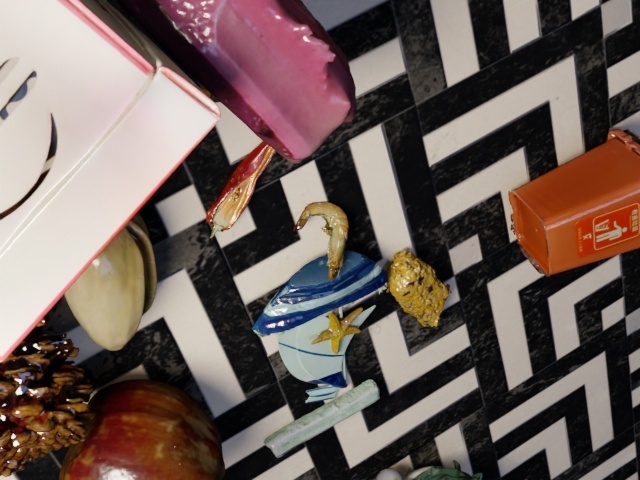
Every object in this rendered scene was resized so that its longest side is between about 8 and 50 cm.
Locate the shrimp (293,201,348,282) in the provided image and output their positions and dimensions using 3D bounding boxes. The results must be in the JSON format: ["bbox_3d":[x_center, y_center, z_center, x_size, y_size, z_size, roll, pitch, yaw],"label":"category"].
[{"bbox_3d":[0.000,0.000,1.333,0.083,0.023,0.114,12,72,-25],"label":"shrimp"}]

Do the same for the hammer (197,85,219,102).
[{"bbox_3d":[-0.143,-0.179,1.166,0.201,0.021,0.078,-1,118,-32],"label":"hammer"}]

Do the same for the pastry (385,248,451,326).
[{"bbox_3d":[0.151,0.077,1.485,0.140,0.056,0.080,37,84,-39],"label":"pastry"}]

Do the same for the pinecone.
[{"bbox_3d":[-0.380,0.174,1.128,0.221,0.221,0.221,-16,125,-23],"label":"pinecone"}]

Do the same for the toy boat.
[{"bbox_3d":[0.002,0.144,1.451,0.220,0.067,0.291,-20,138,-19],"label":"toy boat"}]

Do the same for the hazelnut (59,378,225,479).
[{"bbox_3d":[-0.234,0.302,1.270,0.218,0.234,0.218,-1,121,-2],"label":"hazelnut"}]

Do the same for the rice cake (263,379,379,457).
[{"bbox_3d":[0.005,0.286,1.542,0.207,0.033,0.033,-27,130,-15],"label":"rice cake"}]

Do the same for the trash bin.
[{"bbox_3d":[0.424,-0.060,1.506,0.238,0.184,0.161,-21,128,-6],"label":"trash bin"}]

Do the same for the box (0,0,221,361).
[{"bbox_3d":[-0.339,-0.138,0.879,0.314,0.312,0.300,-47,131,4],"label":"box"}]

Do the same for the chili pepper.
[{"bbox_3d":[-0.100,-0.079,1.251,0.045,0.027,0.178,25,104,-44],"label":"chili pepper"}]

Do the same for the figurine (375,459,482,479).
[{"bbox_3d":[0.131,0.524,1.675,0.382,0.186,0.261,-24,118,-10],"label":"figurine"}]

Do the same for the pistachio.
[{"bbox_3d":[-0.264,0.038,1.165,0.129,0.131,0.206,-56,155,-50],"label":"pistachio"}]

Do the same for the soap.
[{"bbox_3d":[-0.088,-0.231,0.986,0.127,0.220,0.325,-39,130,12],"label":"soap"}]
